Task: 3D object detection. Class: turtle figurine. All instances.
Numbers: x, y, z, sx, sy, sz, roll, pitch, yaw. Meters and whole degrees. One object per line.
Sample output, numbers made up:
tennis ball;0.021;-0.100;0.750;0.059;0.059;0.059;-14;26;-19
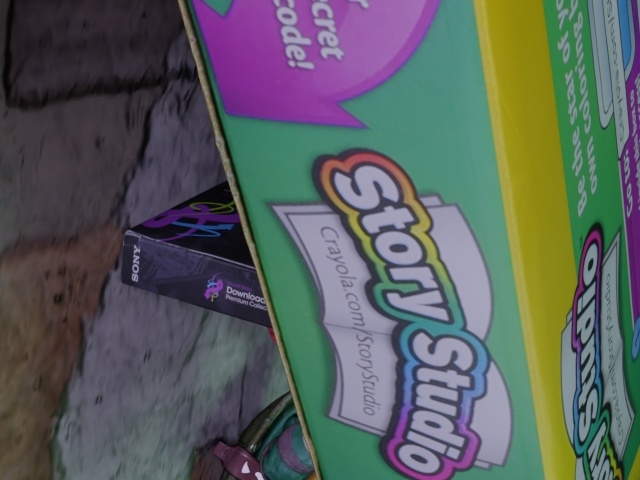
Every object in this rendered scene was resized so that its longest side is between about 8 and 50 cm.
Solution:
turtle figurine;-0.002;0.137;0.823;0.234;0.118;0.175;-56;140;-9

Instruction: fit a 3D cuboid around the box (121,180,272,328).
box;0.000;0.000;0.742;0.162;0.116;0.029;-30;131;-61

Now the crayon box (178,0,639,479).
crayon box;0.081;-0.071;0.631;0.363;0.106;0.313;76;33;-40
